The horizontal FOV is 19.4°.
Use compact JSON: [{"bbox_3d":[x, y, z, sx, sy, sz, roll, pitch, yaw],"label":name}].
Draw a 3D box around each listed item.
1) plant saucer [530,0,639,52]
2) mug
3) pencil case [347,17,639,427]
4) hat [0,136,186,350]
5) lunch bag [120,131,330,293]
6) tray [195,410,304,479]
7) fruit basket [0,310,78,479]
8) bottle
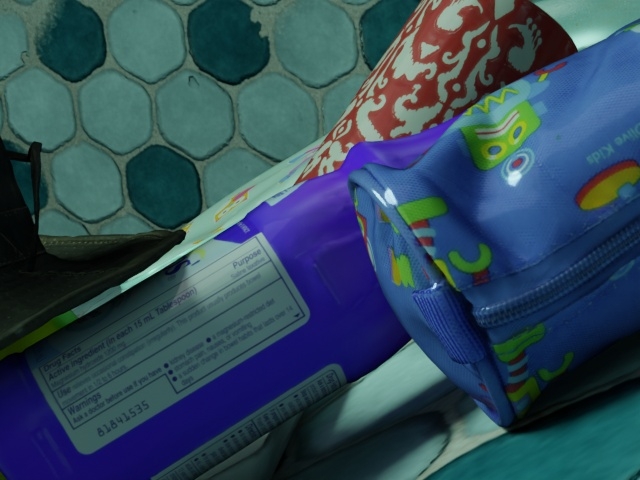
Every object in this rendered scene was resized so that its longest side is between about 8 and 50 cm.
[{"bbox_3d":[0.242,-0.170,1.283,0.317,0.044,0.317,-16,6,2],"label":"plant saucer"},{"bbox_3d":[0.076,-0.042,1.012,0.169,0.150,0.113,-59,-9,-12],"label":"mug"},{"bbox_3d":[0.160,-0.050,0.734,0.306,0.119,0.133,-32,8,2],"label":"pencil case"},{"bbox_3d":[-0.220,-0.021,0.822,0.331,0.134,0.331,-8,9,1],"label":"hat"},{"bbox_3d":[0.000,0.000,1.260,0.279,0.108,0.224,-32,7,1],"label":"lunch bag"},{"bbox_3d":[-0.061,0.115,0.986,0.145,0.030,0.270,-32,5,12],"label":"tray"},{"bbox_3d":[-0.308,0.127,0.975,0.392,0.283,0.392,-44,18,18],"label":"fruit basket"},{"bbox_3d":[-0.019,0.031,0.846,0.283,0.092,0.118,-32,0,-5],"label":"bottle"}]
